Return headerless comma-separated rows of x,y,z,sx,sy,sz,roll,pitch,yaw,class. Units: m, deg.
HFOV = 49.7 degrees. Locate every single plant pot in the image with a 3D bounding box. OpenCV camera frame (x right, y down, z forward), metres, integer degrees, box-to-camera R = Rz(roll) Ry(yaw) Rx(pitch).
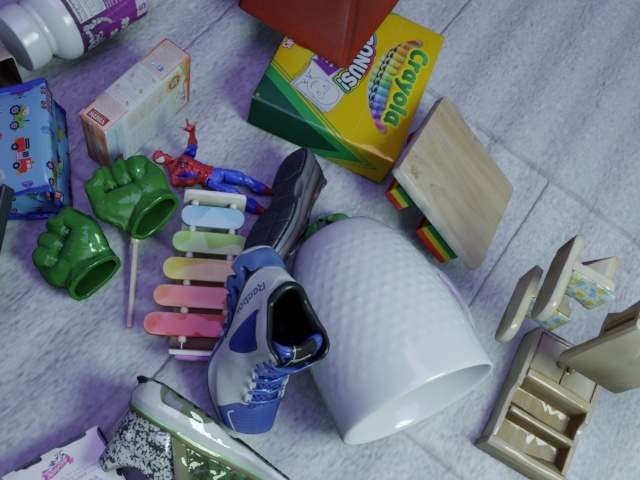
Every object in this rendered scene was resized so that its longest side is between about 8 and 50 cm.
-0.639,-0.319,1.314,0.109,0.109,0.096,-29,64,-22,plant pot
0.025,-0.558,1.366,0.267,0.236,0.267,32,64,4,plant pot

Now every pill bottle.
-0.483,-0.465,1.369,0.169,0.169,0.301,44,66,8,pill bottle

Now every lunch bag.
-0.615,-0.145,1.240,0.293,0.138,0.221,-9,72,-6,lunch bag

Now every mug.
0.130,0.134,1.217,0.374,0.276,0.328,-3,55,-40,mug

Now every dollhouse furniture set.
0.448,0.248,1.148,0.362,0.394,0.257,30,65,1,dollhouse furniture set

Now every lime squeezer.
0.000,0.000,1.353,0.310,0.059,0.110,1,100,-13,lime squeezer

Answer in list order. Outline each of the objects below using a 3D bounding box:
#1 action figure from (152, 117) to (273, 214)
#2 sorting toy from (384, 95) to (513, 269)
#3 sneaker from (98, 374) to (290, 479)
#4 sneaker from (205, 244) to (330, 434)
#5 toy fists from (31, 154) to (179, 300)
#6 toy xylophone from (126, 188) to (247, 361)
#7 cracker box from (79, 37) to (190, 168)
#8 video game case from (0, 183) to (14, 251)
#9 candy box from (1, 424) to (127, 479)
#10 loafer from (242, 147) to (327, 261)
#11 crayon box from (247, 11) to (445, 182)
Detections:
-0.187,-0.132,1.316,0.280,0.139,0.092,18,64,-2,action figure
0.248,-0.108,1.378,0.257,0.089,0.255,49,49,-17,sorting toy
-0.171,0.396,1.087,0.410,0.158,0.182,38,74,-1,sneaker
-0.084,0.183,1.094,0.127,0.182,0.316,-2,109,-32,sneaker
-0.388,-0.034,1.218,0.279,0.096,0.142,-47,67,-3,toy fists
-0.231,0.066,1.242,0.236,0.081,0.323,-3,72,-12,toy xylophone
-0.346,-0.255,1.317,0.067,0.156,0.232,37,65,4,cracker box
-0.653,0.029,1.136,0.248,0.035,0.275,6,79,7,video game case
-0.365,0.431,1.072,0.159,0.071,0.233,-26,76,-21,candy box
-0.051,-0.037,1.262,0.095,0.109,0.303,45,48,-33,loafer
0.061,-0.346,1.471,0.313,0.106,0.363,24,64,-2,crayon box
